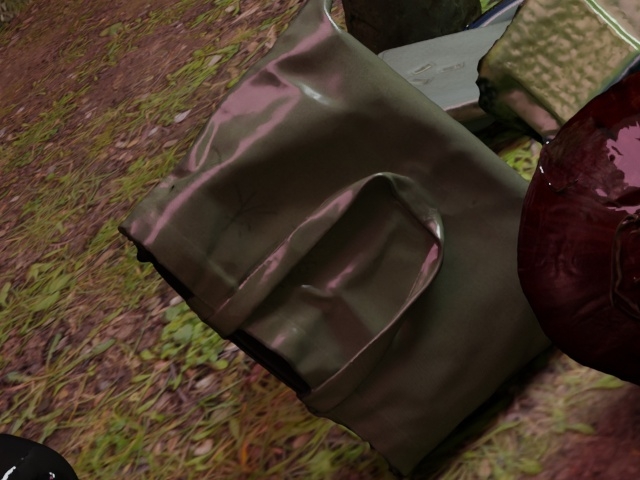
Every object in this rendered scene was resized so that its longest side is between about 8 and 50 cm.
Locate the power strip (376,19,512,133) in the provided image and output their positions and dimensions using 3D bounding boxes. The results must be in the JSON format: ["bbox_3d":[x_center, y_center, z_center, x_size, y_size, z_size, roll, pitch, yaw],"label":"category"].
[{"bbox_3d":[0.151,-0.152,1.463,0.213,0.064,0.198,-13,29,16],"label":"power strip"}]

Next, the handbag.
[{"bbox_3d":[0.037,0.004,1.071,0.253,0.316,0.109,-50,8,-11],"label":"handbag"}]

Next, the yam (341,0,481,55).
[{"bbox_3d":[0.093,-0.325,1.629,0.168,0.304,0.168,-10,30,6],"label":"yam"}]

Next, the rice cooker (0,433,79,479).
[{"bbox_3d":[-0.286,0.259,1.220,0.118,0.142,0.203,0,45,34],"label":"rice cooker"}]

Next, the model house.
[{"bbox_3d":[0.275,-0.126,1.181,0.214,0.195,0.189,-48,48,8],"label":"model house"}]

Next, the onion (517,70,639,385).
[{"bbox_3d":[0.265,-0.001,0.891,0.281,0.281,0.221,10,95,57],"label":"onion"}]

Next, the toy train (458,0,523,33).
[{"bbox_3d":[0.179,-0.223,1.570,0.252,0.048,0.055,-31,23,12],"label":"toy train"}]
